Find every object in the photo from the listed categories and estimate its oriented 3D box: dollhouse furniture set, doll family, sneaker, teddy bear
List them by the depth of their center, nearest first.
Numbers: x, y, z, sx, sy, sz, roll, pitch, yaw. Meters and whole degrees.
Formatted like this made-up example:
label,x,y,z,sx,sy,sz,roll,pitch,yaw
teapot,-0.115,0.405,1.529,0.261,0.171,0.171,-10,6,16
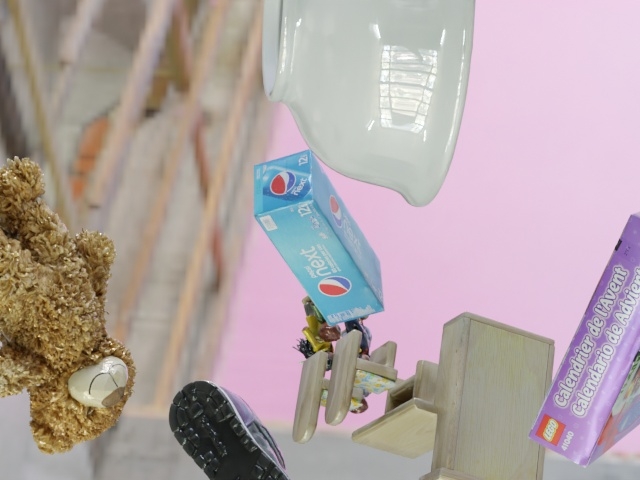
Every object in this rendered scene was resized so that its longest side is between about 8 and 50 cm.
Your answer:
label,x,y,z,sx,sy,sz,roll,pitch,yaw
dollhouse furniture set,0.112,0.188,1.751,0.242,0.212,0.161,-38,39,58
teddy bear,-0.300,0.073,2.037,0.245,0.113,0.338,-24,-79,-62
doll family,0.025,0.126,2.179,0.193,0.076,0.111,38,-151,-42
sneaker,-0.066,0.292,2.216,0.124,0.107,0.283,22,-145,-60

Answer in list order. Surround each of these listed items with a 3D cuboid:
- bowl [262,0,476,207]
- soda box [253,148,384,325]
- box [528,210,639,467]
label,x,y,z,sx,sy,sz,roll,pitch,yaw
bowl,0.027,-0.177,1.466,0.298,0.134,0.298,-178,90,-81
soda box,0.000,0.000,1.934,0.210,0.067,0.071,58,-157,-48
box,0.276,0.064,1.549,0.293,0.057,0.201,-13,-52,-67
